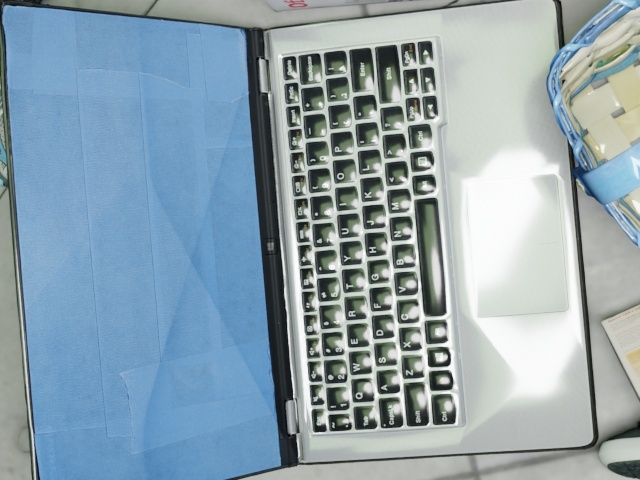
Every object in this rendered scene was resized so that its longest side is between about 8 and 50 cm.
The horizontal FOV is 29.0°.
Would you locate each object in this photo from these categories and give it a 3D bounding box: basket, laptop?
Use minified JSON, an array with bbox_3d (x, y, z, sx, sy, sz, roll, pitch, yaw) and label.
[{"bbox_3d":[0.285,-0.103,0.888,0.254,0.289,0.201,-32,92,3],"label":"basket"},{"bbox_3d":[0.000,0.000,0.964,0.407,0.236,0.382,-5,89,9],"label":"laptop"}]

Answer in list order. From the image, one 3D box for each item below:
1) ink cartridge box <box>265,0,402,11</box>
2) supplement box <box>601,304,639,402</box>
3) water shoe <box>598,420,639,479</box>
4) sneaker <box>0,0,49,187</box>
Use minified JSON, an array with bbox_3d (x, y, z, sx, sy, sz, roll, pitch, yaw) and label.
[{"bbox_3d":[0.074,-0.265,0.968,0.282,0.207,0.117,-3,87,10],"label":"ink cartridge box"},{"bbox_3d":[0.274,0.096,0.990,0.062,0.036,0.098,-25,43,9],"label":"supplement box"},{"bbox_3d":[0.322,0.138,1.004,0.203,0.073,0.080,-15,59,11],"label":"water shoe"},{"bbox_3d":[-0.253,-0.089,1.089,0.122,0.110,0.283,-29,82,26],"label":"sneaker"}]
